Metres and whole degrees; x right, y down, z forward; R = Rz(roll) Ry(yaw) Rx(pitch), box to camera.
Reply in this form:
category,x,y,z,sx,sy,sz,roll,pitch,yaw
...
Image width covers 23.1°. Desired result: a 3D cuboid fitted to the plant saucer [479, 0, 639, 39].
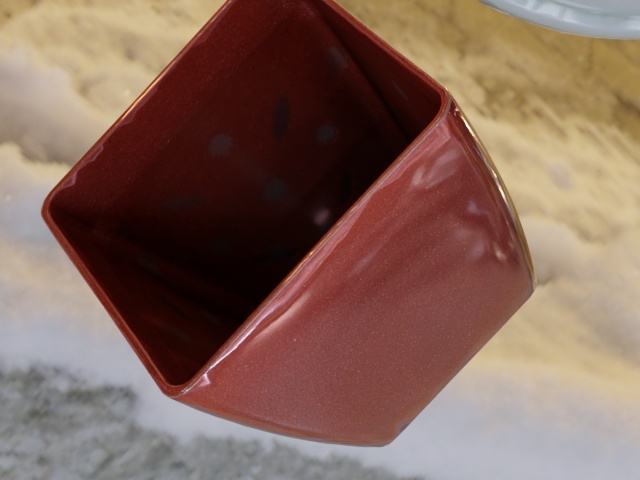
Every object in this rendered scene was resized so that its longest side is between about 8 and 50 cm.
category,x,y,z,sx,sy,sz,roll,pitch,yaw
plant saucer,0.181,-0.313,0.842,0.400,0.400,0.100,38,-6,-10

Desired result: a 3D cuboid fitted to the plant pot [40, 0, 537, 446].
category,x,y,z,sx,sy,sz,roll,pitch,yaw
plant pot,0.000,0.000,1.160,0.236,0.267,0.267,41,4,-42
